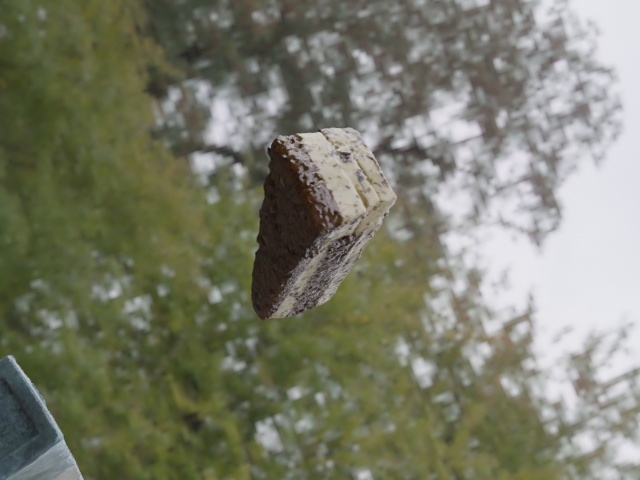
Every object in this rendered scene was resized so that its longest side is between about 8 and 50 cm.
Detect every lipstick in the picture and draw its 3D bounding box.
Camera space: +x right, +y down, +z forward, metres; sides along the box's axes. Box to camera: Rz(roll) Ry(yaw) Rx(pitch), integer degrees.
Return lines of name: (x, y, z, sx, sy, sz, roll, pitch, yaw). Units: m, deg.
lipstick: (-0.196, 0.164, 1.104, 0.066, 0.068, 0.317, 53, -14, 17)

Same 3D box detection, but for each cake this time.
cake: (0.001, 0.012, 1.801, 0.135, 0.112, 0.246, 49, -41, 48)
